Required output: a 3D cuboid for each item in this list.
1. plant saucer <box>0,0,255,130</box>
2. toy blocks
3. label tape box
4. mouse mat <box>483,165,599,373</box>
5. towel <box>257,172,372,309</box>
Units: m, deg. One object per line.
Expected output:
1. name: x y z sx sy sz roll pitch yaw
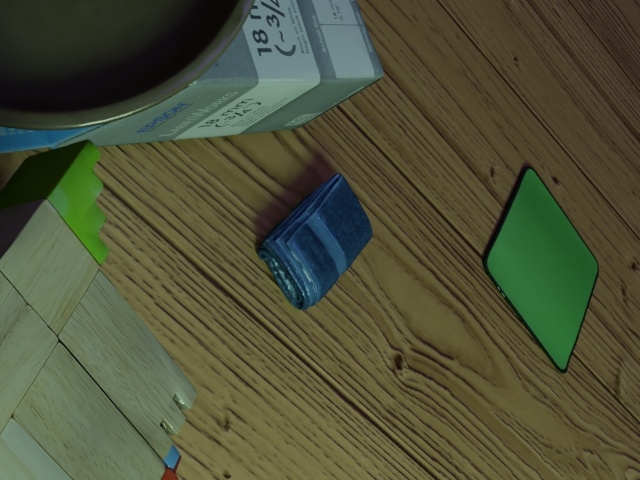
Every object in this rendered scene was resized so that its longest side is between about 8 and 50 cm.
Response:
1. plant saucer: -0.170 -0.197 0.706 0.278 0.041 0.278 2 78 -12
2. toy blocks: -0.154 0.176 0.553 0.261 0.190 0.381 57 38 -31
3. label tape box: -0.122 -0.196 0.814 0.333 0.106 0.241 -13 81 -52
4. mouse mat: 0.231 0.027 1.193 0.152 0.007 0.190 52 41 -17
5. towel: 0.000 0.000 0.916 0.067 0.029 0.119 57 38 -12
